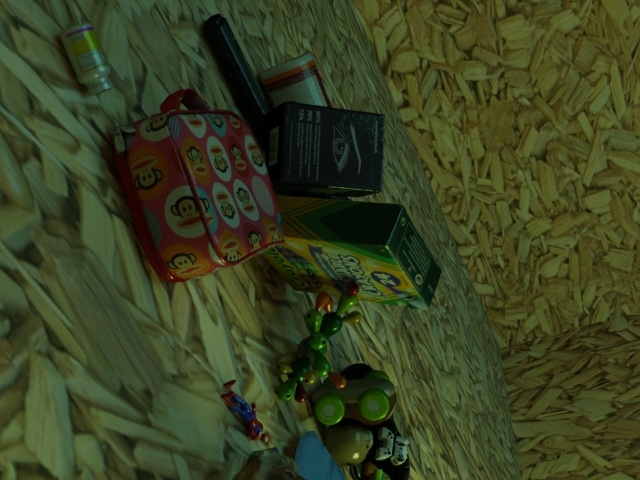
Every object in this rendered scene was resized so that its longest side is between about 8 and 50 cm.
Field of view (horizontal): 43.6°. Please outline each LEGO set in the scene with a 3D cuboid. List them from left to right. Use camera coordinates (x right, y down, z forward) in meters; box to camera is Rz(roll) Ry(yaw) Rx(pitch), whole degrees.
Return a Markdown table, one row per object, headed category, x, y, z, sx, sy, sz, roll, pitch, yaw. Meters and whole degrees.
| category | x | y | z | sx | sy | sz | roll | pitch | yaw |
| --- | --- | --- | --- | --- | --- | --- | --- | --- | --- |
| LEGO set | 0.125 | 0.461 | 1.421 | 0.087 | 0.093 | 0.227 | 123 | -19 | -57 |

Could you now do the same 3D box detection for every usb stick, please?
| category | x | y | z | sx | sy | sz | roll | pitch | yaw |
| --- | --- | --- | --- | --- | --- | --- | --- | --- | --- |
| usb stick | -0.142 | -0.294 | 1.520 | 0.077 | 0.045 | 0.278 | -78 | 146 | -57 |

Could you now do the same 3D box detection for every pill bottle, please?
| category | x | y | z | sx | sy | sz | roll | pitch | yaw |
| --- | --- | --- | --- | --- | --- | --- | --- | --- | --- |
| pill bottle | -0.289 | -0.224 | 0.994 | 0.043 | 0.043 | 0.083 | -53 | 124 | -69 |
| pill bottle | -0.035 | -0.274 | 1.702 | 0.121 | 0.121 | 0.221 | -61 | 131 | -67 |

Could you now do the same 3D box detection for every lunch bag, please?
| category | x | y | z | sx | sy | sz | roll | pitch | yaw |
| --- | --- | --- | --- | --- | --- | --- | --- | --- | --- |
| lunch bag | -0.163 | -0.086 | 1.119 | 0.293 | 0.120 | 0.258 | -21 | 92 | -72 |

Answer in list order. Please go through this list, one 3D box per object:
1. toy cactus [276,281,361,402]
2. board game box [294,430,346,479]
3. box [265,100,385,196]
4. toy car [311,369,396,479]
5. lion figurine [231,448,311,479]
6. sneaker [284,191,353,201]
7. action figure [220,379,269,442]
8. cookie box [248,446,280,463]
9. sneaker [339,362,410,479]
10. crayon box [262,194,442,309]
| category | x | y | z | sx | sy | sz | roll | pitch | yaw |
| --- | --- | --- | --- | --- | --- | --- | --- | --- | --- |
| toy cactus | 0.000 | 0.179 | 1.337 | 0.180 | 0.112 | 0.219 | 114 | 0 | -72 |
| board game box | -0.010 | 0.391 | 1.271 | 0.168 | 0.033 | 0.133 | 59 | 26 | -23 |
| box | 0.008 | -0.166 | 1.502 | 0.108 | 0.207 | 0.153 | 171 | -77 | -68 |
| toy car | 0.066 | 0.340 | 1.402 | 0.155 | 0.149 | 0.188 | -38 | 121 | -83 |
| lion figurine | -0.025 | 0.466 | 0.992 | 0.240 | 0.142 | 0.392 | -77 | 152 | -55 |
| sneaker | 0.025 | -0.060 | 1.621 | 0.226 | 0.086 | 0.163 | 36 | 8 | 14 |
| action figure | -0.102 | 0.248 | 1.134 | 0.038 | 0.030 | 0.115 | -91 | 159 | -56 |
| cookie box | -0.073 | 0.352 | 1.094 | 0.107 | 0.040 | 0.091 | -61 | 131 | -68 |
| sneaker | 0.119 | 0.383 | 1.566 | 0.124 | 0.107 | 0.283 | 46 | 30 | -67 |
| crayon box | 0.016 | 0.016 | 1.342 | 0.203 | 0.323 | 0.083 | 52 | 53 | -47 |
